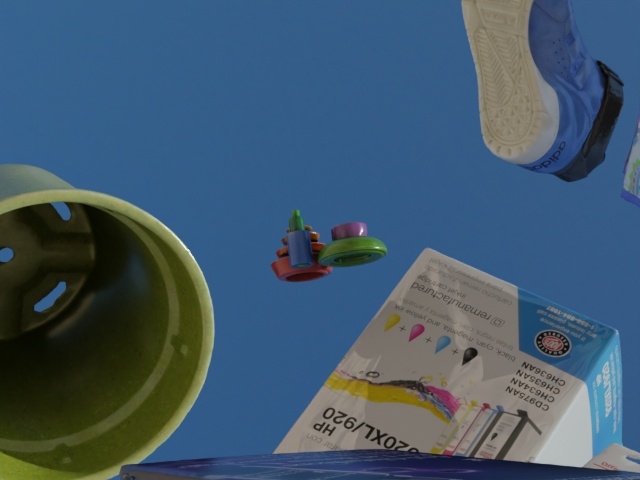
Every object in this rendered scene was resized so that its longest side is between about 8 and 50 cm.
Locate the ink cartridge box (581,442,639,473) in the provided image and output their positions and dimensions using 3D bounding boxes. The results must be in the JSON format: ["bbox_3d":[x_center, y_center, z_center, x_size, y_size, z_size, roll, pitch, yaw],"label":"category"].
[{"bbox_3d":[0.170,0.158,1.040,0.048,0.083,0.028,22,-52,36],"label":"ink cartridge box"}]

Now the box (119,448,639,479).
[{"bbox_3d":[0.033,0.146,0.709,0.207,0.153,0.108,-4,-95,51],"label":"box"}]

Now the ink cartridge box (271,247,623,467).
[{"bbox_3d":[0.093,0.164,1.288,0.171,0.168,0.233,24,-120,25],"label":"ink cartridge box"}]

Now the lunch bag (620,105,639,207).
[{"bbox_3d":[0.268,-0.074,1.155,0.151,0.096,0.129,22,-76,51],"label":"lunch bag"}]

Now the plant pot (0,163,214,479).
[{"bbox_3d":[-0.262,0.048,1.574,0.276,0.276,0.254,-53,-153,4],"label":"plant pot"}]

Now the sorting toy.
[{"bbox_3d":[0.000,0.000,1.283,0.102,0.061,0.042,-19,-108,42],"label":"sorting toy"}]

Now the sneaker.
[{"bbox_3d":[0.126,-0.106,0.969,0.058,0.084,0.152,-20,-116,37],"label":"sneaker"}]
